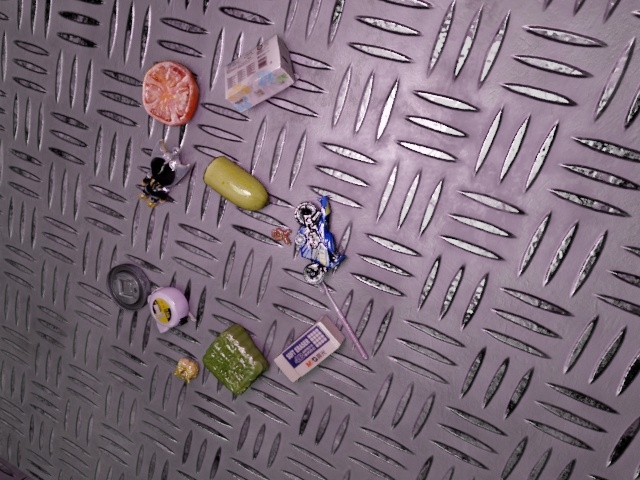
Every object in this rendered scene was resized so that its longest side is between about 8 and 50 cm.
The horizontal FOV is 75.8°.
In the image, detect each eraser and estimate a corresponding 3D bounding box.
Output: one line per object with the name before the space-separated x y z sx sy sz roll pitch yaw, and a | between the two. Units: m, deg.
eraser | -0.045 0.424 1.605 0.279 0.081 0.124 -44 86 23

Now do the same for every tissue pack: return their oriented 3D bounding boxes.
tissue pack | -0.200 -0.556 1.417 0.229 0.145 0.159 -20 62 22

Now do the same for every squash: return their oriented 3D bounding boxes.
squash | -0.300 -0.198 1.526 0.247 0.132 0.132 34 111 10

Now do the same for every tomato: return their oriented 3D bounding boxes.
tomato | -0.554 -0.549 1.557 0.237 0.095 0.236 3 100 17

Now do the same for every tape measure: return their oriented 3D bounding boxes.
tape measure | -0.651 0.293 1.789 0.178 0.105 0.196 -15 95 30

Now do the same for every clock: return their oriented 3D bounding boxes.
clock | -0.874 0.213 1.877 0.226 0.049 0.226 5 105 18

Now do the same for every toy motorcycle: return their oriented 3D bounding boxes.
toy motorcycle | 0.000 0.000 1.480 0.169 0.113 0.315 -8 92 11

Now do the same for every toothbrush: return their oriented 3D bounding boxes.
toothbrush | 0.081 0.302 1.559 0.024 0.029 0.354 -30 92 37

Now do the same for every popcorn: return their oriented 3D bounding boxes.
popcorn | -0.600 0.582 1.846 0.097 0.089 0.109 -8 97 10

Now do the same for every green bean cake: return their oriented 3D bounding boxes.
green bean cake | -0.348 0.500 1.710 0.248 0.125 0.222 42 112 7

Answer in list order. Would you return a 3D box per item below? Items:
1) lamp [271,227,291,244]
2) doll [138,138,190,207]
lamp | -0.150 -0.019 1.570 0.083 0.031 0.063 10 104 21
doll | -0.630 -0.256 1.648 0.316 0.103 0.145 -45 70 31
